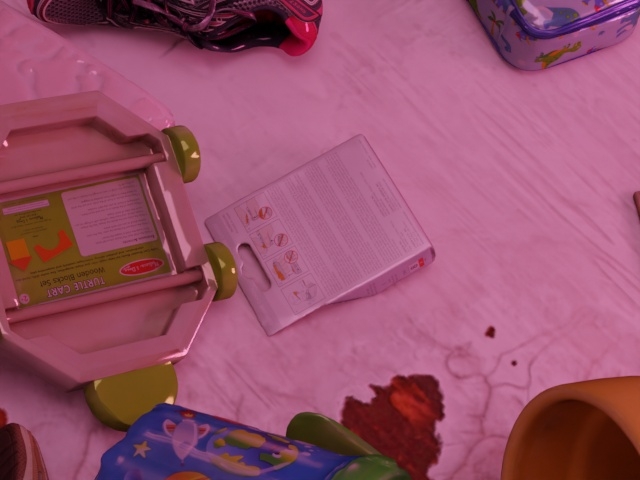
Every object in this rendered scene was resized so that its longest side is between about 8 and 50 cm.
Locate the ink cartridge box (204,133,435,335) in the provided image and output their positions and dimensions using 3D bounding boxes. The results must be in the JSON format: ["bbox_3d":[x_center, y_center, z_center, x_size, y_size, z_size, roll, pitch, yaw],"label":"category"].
[{"bbox_3d":[0.000,0.000,1.851,0.179,0.045,0.145,-30,67,-2],"label":"ink cartridge box"}]

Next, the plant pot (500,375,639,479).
[{"bbox_3d":[0.319,0.233,1.634,0.239,0.254,0.254,-6,60,-26],"label":"plant pot"}]

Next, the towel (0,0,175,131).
[{"bbox_3d":[-0.360,-0.088,1.843,0.317,0.053,0.332,33,61,13],"label":"towel"}]

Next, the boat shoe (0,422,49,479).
[{"bbox_3d":[-0.250,0.249,1.658,0.072,0.068,0.190,21,47,-35],"label":"boat shoe"}]

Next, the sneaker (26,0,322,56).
[{"bbox_3d":[-0.144,-0.246,1.921,0.299,0.121,0.112,-2,62,-8],"label":"sneaker"}]

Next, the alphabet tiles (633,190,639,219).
[{"bbox_3d":[0.471,0.036,1.889,0.285,0.011,0.342,-5,61,-10],"label":"alphabet tiles"}]

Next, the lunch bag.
[{"bbox_3d":[0.235,-0.296,2.013,0.176,0.090,0.219,-19,65,-20],"label":"lunch bag"}]

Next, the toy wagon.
[{"bbox_3d":[-0.208,0.035,1.738,0.267,0.068,0.344,-12,79,-32],"label":"toy wagon"}]

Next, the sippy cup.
[{"bbox_3d":[-0.073,0.251,1.589,0.224,0.305,0.240,23,89,19],"label":"sippy cup"}]
